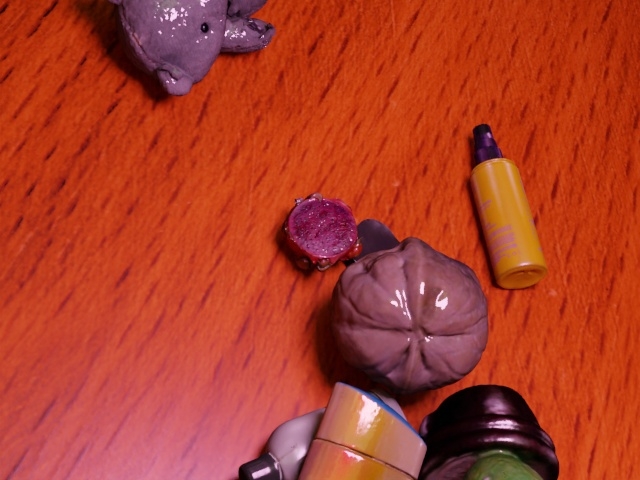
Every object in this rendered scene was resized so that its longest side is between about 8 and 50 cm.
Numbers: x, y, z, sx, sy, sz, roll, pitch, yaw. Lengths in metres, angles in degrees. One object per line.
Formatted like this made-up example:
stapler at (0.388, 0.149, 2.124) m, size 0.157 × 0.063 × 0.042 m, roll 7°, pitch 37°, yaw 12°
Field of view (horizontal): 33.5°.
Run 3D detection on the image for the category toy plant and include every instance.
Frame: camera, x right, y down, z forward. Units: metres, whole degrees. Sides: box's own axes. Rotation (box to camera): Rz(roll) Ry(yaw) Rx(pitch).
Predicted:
toy plant at (0.206, 0.297, 1.291) m, size 0.175 × 0.218 × 0.235 m, roll 8°, pitch 47°, yaw -6°

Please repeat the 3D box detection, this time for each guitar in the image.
guitar at (0.141, 0.052, 1.531) m, size 0.233 × 0.025 × 0.088 m, roll 31°, pitch 52°, yaw -2°

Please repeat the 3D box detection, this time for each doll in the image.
doll at (-0.179, -0.372, 1.586) m, size 0.246 × 0.158 × 0.340 m, roll 47°, pitch 50°, yaw -5°

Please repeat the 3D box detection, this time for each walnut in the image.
walnut at (0.116, 0.097, 1.381) m, size 0.224 × 0.224 × 0.224 m, roll 11°, pitch 56°, yaw -16°

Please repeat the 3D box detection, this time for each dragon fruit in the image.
dragon fruit at (0.001, -0.004, 1.486) m, size 0.112 × 0.068 × 0.126 m, roll -24°, pitch 60°, yaw -26°

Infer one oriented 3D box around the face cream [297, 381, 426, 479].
face cream at (0.030, 0.321, 1.237) m, size 0.139 × 0.067 × 0.285 m, roll 26°, pitch 70°, yaw -14°

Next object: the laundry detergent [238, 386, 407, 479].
laundry detergent at (0.003, 0.259, 1.313) m, size 0.226 × 0.070 × 0.099 m, roll -16°, pitch 74°, yaw -31°

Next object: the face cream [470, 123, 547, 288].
face cream at (0.277, -0.061, 1.628) m, size 0.078 × 0.078 × 0.273 m, roll 3°, pitch 58°, yaw -21°
